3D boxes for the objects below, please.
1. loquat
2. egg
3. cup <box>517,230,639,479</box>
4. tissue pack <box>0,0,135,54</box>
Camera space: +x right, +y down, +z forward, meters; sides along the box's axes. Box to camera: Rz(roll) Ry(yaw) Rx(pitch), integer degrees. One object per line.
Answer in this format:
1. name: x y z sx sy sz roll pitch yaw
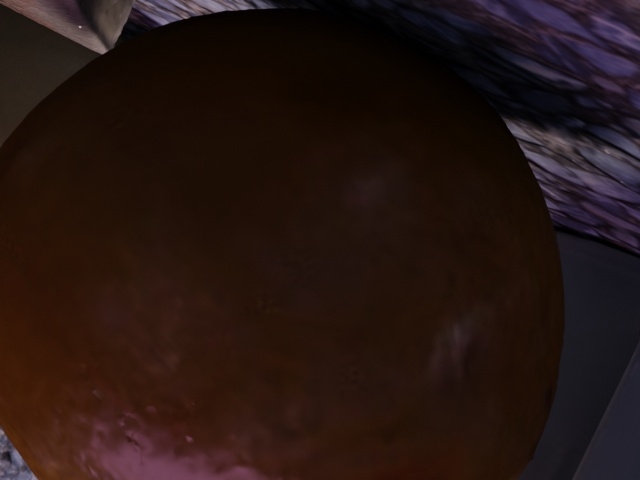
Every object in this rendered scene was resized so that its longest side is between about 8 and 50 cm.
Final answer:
1. loquat: -0.030 0.031 1.054 0.328 0.328 0.328 27 175 3
2. egg: -0.213 -0.087 1.471 0.254 0.188 0.188 18 175 -4
3. cup: 0.206 0.189 1.361 0.257 0.311 0.331 29 174 -22
4. tissue pack: -0.258 -0.216 1.094 0.325 0.071 0.170 27 176 4
